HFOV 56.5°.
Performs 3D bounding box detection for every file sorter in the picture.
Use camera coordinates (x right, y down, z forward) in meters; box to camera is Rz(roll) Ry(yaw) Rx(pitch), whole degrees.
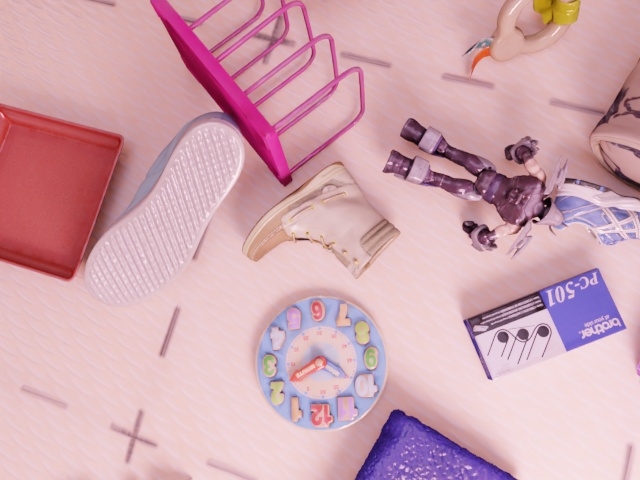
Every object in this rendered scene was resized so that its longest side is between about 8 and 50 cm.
[{"bbox_3d":[-0.085,-0.275,0.931,0.182,0.202,0.291,-38,77,-5],"label":"file sorter"}]

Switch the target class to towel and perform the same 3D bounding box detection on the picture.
[{"bbox_3d":[0.124,0.423,0.840,0.227,0.076,0.308,31,83,4],"label":"towel"}]

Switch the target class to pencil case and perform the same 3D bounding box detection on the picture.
[{"bbox_3d":[0.564,-0.246,0.869,0.183,0.160,0.410,32,84,26],"label":"pencil case"}]

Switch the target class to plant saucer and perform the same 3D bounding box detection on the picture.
[{"bbox_3d":[-0.481,-0.082,1.015,0.258,0.048,0.259,15,81,8],"label":"plant saucer"}]

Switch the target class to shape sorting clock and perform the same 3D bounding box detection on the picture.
[{"bbox_3d":[0.001,0.186,0.911,0.206,0.040,0.206,-1,79,6],"label":"shape sorting clock"}]

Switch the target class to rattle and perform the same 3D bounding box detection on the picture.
[{"bbox_3d":[0.301,-0.366,0.971,0.199,0.130,0.143,-34,64,26],"label":"rattle"}]

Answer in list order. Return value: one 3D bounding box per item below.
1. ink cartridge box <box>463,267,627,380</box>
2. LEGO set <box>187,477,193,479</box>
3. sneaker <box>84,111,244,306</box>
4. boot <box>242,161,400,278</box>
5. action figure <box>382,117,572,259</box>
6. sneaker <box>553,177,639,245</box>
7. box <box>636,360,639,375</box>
[{"bbox_3d":[0.328,0.124,0.882,0.207,0.046,0.097,-21,79,2],"label":"ink cartridge box"},{"bbox_3d":[-0.273,0.466,0.896,0.244,0.060,0.183,-10,82,14],"label":"LEGO set"},{"bbox_3d":[-0.239,-0.050,0.956,0.135,0.150,0.366,38,106,-20],"label":"sneaker"},{"bbox_3d":[0.000,0.000,0.930,0.213,0.077,0.165,-39,79,-5],"label":"boot"},{"bbox_3d":[0.244,-0.089,0.903,0.284,0.099,0.185,28,87,13],"label":"action figure"},{"bbox_3d":[0.450,-0.027,0.890,0.211,0.080,0.081,20,98,14],"label":"sneaker"},{"bbox_3d":[0.598,0.100,0.812,0.200,0.057,0.293,27,83,35],"label":"box"}]
